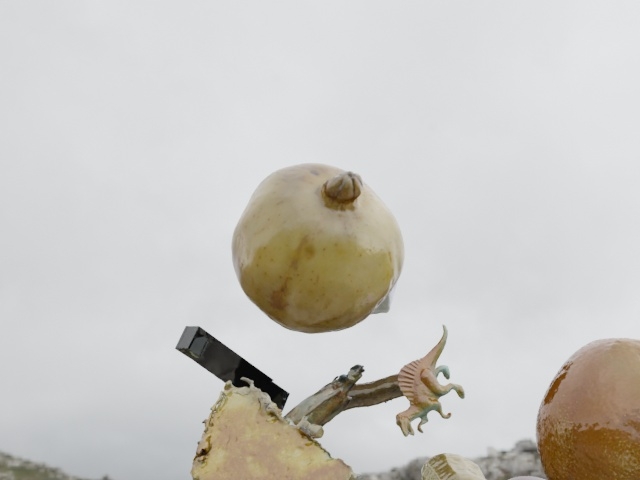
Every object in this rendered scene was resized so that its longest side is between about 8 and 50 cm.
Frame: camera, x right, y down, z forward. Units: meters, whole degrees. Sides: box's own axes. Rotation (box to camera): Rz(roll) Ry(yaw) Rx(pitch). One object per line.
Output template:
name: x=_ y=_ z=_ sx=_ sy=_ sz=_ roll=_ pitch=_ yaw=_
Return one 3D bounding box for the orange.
orange: x=0.334 y=0.204 z=0.786 sx=0.206 sy=0.206 sz=0.206 roll=0 pitch=-25 yaw=0

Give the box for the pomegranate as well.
pomegranate: x=0.000 y=0.000 z=1.567 sx=0.410 sy=0.409 sz=0.410 roll=0 pitch=-25 yaw=0

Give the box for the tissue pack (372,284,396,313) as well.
tissue pack: x=0.097 y=0.102 z=2.095 sx=0.242 sy=0.160 sz=0.338 roll=-1 pitch=13 yaw=12

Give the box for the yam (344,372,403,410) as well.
yam: x=0.103 y=0.317 z=1.505 sx=0.241 sy=0.056 sz=0.057 roll=-21 pitch=-31 yaw=26

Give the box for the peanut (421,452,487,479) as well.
peanut: x=0.180 y=0.317 z=0.915 sx=0.080 sy=0.080 sz=0.174 roll=4 pitch=1 yaw=-10

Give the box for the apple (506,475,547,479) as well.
apple: x=0.457 y=0.647 z=1.525 sx=0.288 sy=0.288 sz=0.317 roll=-13 pitch=-23 yaw=26

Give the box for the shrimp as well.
shrimp: x=-0.010 y=0.322 z=1.349 sx=0.254 sy=0.059 sz=0.145 roll=-39 pitch=-15 yaw=-2

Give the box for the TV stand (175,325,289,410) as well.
TV stand: x=-0.157 y=0.243 z=1.348 sx=0.040 sy=0.049 sz=0.256 roll=-7 pitch=-40 yaw=45

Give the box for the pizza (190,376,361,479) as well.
pizza: x=-0.084 y=0.302 z=1.017 sx=0.189 sy=0.297 sz=0.071 roll=-29 pitch=-49 yaw=-24

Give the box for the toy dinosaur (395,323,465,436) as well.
toy dinosaur: x=0.197 y=0.271 z=1.408 sx=0.142 sy=0.212 sz=0.057 roll=1 pitch=-29 yaw=-19
